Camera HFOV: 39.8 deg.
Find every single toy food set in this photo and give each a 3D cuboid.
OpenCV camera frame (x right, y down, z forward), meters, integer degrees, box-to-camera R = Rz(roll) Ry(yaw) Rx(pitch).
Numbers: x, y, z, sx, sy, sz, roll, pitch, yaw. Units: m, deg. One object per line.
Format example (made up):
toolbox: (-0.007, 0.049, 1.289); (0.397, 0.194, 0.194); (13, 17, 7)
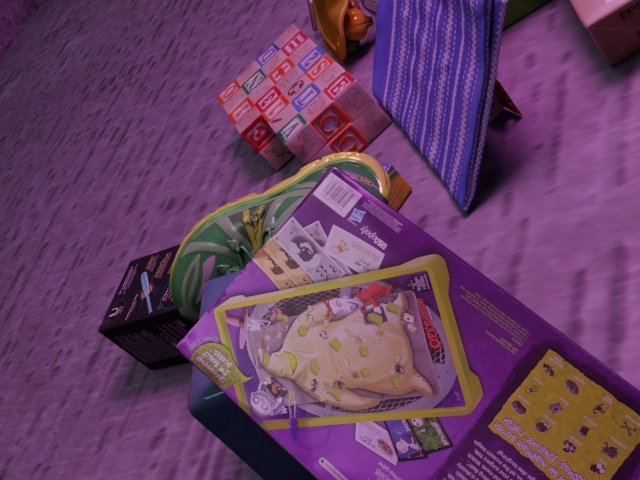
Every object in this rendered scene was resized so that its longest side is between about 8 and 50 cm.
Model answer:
toy food set: (0.034, -0.368, 1.397); (0.071, 0.128, 0.218); (-17, 32, -6)

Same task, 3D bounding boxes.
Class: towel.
towel: (0.122, -0.218, 1.044); (0.040, 0.243, 0.336); (-5, 32, -13)

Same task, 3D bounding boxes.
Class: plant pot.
plant pot: (0.023, 0.103, 0.847); (0.234, 0.165, 0.166); (-23, 38, 19)

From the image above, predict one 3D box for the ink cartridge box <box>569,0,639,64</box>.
ink cartridge box: (0.368, -0.333, 0.948); (0.234, 0.088, 0.193); (-31, 54, 23)

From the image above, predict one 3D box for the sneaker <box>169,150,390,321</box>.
sneaker: (-0.053, 0.008, 0.983); (0.295, 0.109, 0.123); (-32, 35, 17)

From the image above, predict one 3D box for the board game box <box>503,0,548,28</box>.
board game box: (0.260, -0.348, 1.095); (0.259, 0.124, 0.039); (-27, 46, 26)

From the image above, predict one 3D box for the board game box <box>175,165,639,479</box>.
board game box: (0.074, 0.117, 0.697); (0.347, 0.056, 0.208); (39, 80, 22)

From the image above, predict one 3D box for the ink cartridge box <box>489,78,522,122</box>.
ink cartridge box: (0.184, -0.173, 1.049); (0.029, 0.063, 0.115); (-45, 32, -1)

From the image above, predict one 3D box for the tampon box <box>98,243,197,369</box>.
tampon box: (-0.186, 0.083, 1.153); (0.161, 0.101, 0.120); (-17, 42, 39)

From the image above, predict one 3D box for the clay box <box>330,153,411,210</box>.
clay box: (0.000, 0.000, 1.078); (0.127, 0.053, 0.222); (17, 67, 53)

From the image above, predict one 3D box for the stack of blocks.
stack of blocks: (-0.035, -0.194, 1.299); (0.171, 0.087, 0.297); (-43, 32, 5)

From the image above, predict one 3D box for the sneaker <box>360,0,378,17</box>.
sneaker: (0.199, -0.411, 1.280); (0.305, 0.114, 0.152); (-20, 26, 28)
